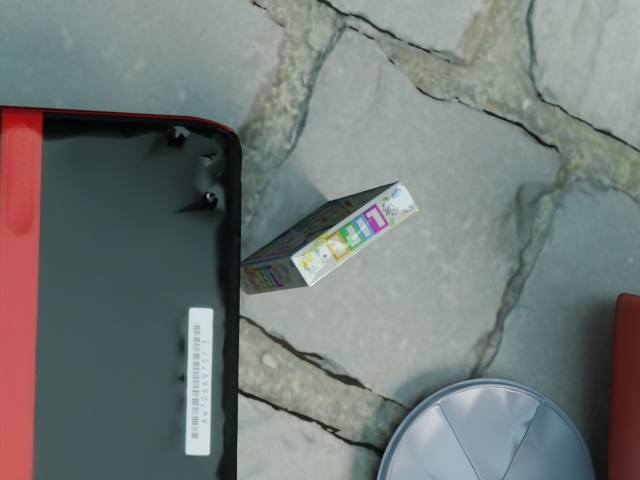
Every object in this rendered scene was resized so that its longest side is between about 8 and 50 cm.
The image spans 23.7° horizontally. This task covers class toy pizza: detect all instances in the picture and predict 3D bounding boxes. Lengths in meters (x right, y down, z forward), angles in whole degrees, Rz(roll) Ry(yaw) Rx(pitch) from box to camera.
[{"bbox_3d":[0.135,0.214,1.251,0.201,0.032,0.201,2,84,-19],"label":"toy pizza"}]

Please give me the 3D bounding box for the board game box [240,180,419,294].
[{"bbox_3d":[0.000,0.000,1.157,0.103,0.154,0.026,-35,97,-18],"label":"board game box"}]

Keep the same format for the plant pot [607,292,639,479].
[{"bbox_3d":[0.349,0.186,1.224,0.275,0.275,0.243,12,92,-18],"label":"plant pot"}]

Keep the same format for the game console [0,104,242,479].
[{"bbox_3d":[-0.224,0.095,1.047,0.342,0.060,0.386,3,83,-19],"label":"game console"}]
